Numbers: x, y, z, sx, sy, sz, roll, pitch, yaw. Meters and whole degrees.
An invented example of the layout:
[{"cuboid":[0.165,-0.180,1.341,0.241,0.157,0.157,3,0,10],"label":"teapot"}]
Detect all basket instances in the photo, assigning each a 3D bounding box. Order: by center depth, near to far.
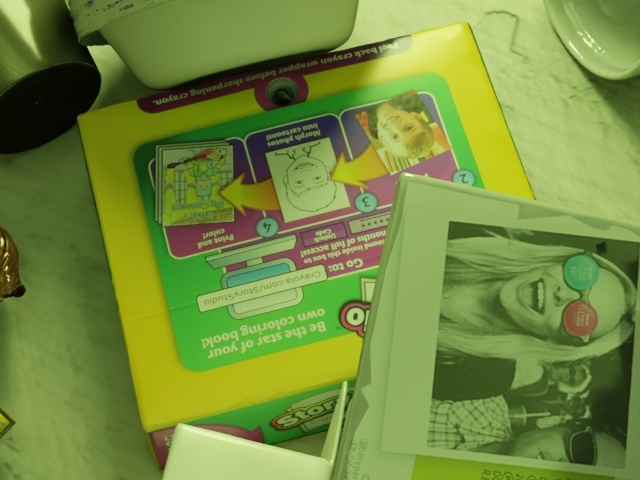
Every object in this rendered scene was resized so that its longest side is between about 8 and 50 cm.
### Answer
[{"cuboid":[-0.311,-0.206,1.502,0.204,0.154,0.227,-12,60,-49],"label":"basket"}]

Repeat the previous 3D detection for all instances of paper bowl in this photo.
[{"cuboid":[-0.081,-0.222,1.437,0.284,0.284,0.148,-15,93,-5],"label":"paper bowl"}]

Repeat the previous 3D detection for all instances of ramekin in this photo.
[{"cuboid":[0.289,-0.257,1.469,0.109,0.207,0.207,-19,61,-17],"label":"ramekin"}]

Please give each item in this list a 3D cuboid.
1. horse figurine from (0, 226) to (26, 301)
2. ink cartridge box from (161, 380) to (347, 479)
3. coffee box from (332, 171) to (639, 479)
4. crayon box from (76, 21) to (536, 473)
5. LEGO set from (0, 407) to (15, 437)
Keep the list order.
[{"cuboid":[-0.374,0.022,1.427,0.263,0.066,0.175,-3,64,8],"label":"horse figurine"},{"cuboid":[-0.078,0.276,1.139,0.119,0.207,0.354,14,52,0],"label":"ink cartridge box"},{"cuboid":[0.173,0.189,1.089,0.334,0.337,0.338,12,77,3],"label":"coffee box"},{"cuboid":[0.000,0.000,1.394,0.362,0.106,0.313,-14,62,-5],"label":"crayon box"},{"cuboid":[-0.376,0.164,1.305,0.244,0.060,0.183,15,81,-14],"label":"LEGO set"}]
